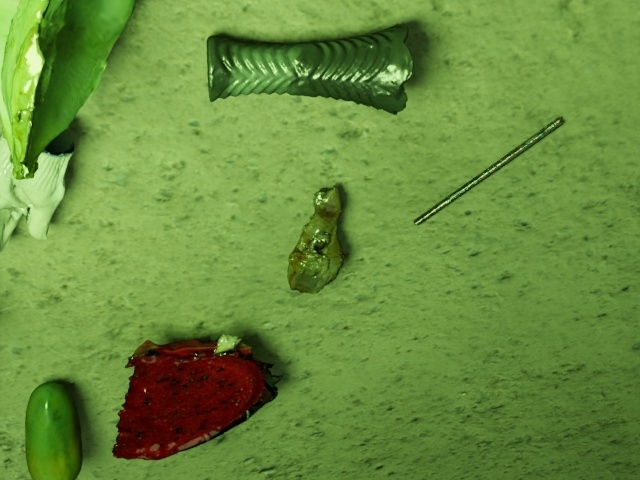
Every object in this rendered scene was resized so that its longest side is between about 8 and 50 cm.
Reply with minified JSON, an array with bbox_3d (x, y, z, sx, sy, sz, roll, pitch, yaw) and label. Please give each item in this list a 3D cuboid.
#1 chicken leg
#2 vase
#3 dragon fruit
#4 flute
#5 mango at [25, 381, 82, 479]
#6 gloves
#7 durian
[{"bbox_3d":[0.001,-0.002,1.215,0.084,0.069,0.198,14,127,3],"label":"chicken leg"},{"bbox_3d":[-0.017,-0.207,0.969,0.237,0.115,0.115,-1,135,-8],"label":"vase"},{"bbox_3d":[-0.216,0.256,1.384,0.282,0.100,0.344,3,137,-22],"label":"dragon fruit"},{"bbox_3d":[0.250,-0.101,1.215,0.269,0.014,0.014,-36,134,21],"label":"flute"},{"bbox_3d":[-0.449,0.322,1.359,0.091,0.137,0.238,0,121,-16],"label":"mango"},{"bbox_3d":[-0.378,-0.063,1.009,0.119,0.097,0.229,21,121,-27],"label":"gloves"},{"bbox_3d":[-0.230,-0.237,0.773,0.163,0.198,0.394,11,107,-40],"label":"durian"}]
